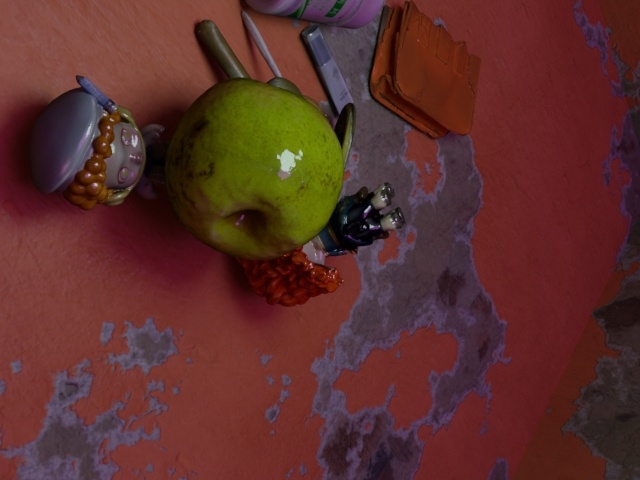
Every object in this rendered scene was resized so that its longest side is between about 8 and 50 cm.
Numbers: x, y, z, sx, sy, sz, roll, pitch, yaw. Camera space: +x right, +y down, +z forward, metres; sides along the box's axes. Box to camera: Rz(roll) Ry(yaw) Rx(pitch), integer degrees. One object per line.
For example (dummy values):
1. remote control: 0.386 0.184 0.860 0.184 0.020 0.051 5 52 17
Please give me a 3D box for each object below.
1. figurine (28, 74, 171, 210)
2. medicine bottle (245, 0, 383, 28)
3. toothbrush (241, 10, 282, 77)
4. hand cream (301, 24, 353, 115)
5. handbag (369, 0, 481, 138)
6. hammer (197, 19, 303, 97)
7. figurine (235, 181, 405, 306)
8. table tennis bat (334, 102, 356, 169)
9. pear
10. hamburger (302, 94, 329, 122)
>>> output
1. figurine: -0.422 -0.154 1.541 0.382 0.205 0.224 34 71 -65
2. medicine bottle: -0.016 -0.638 1.885 0.325 0.212 0.212 -5 97 -46
3. toothbrush: -0.110 -0.416 1.856 0.029 0.025 0.307 -28 88 -35
4. hand cream: 0.022 -0.447 2.057 0.079 0.048 0.255 -53 128 -32
5. handbag: 0.320 -0.500 2.327 0.410 0.116 0.303 22 74 -46
6. hammer: -0.187 -0.372 1.784 0.305 0.202 0.113 54 26 -9
7. figurine: 0.007 -0.007 1.848 0.411 0.306 0.241 -33 115 -13
8. table tennis bat: 0.029 -0.179 2.016 0.054 0.224 0.369 12 104 -10
9. pear: -0.134 -0.159 1.602 0.391 0.391 0.391 -5 97 -46
10. hamburger: -0.067 -0.262 1.943 0.213 0.108 0.214 -13 107 -46
